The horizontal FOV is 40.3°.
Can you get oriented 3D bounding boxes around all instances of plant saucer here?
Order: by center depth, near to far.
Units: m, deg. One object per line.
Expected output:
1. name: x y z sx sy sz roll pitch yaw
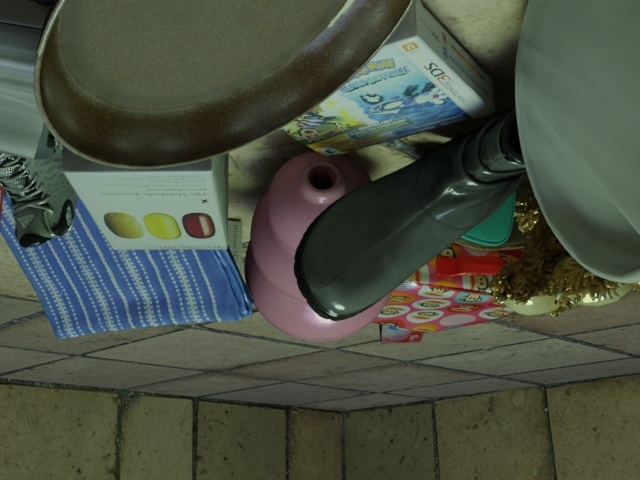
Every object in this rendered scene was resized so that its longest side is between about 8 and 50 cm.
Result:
1. plant saucer: -0.061 -0.165 0.626 0.310 0.050 0.310 -26 161 -10

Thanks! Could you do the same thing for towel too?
1. towel: -0.269 0.021 1.149 0.336 0.040 0.243 -8 119 25

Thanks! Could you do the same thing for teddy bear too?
1. teddy bear: 0.299 -0.046 0.882 0.338 0.113 0.245 -41 -173 -12

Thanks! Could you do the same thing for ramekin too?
1. ramekin: 0.267 -0.108 0.674 0.127 0.273 0.273 -9 165 -14

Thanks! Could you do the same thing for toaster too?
1. toaster: -0.275 -0.152 0.700 0.146 0.129 0.227 10 159 -20

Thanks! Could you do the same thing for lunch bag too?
1. lunch bag: 0.199 0.068 1.444 0.293 0.120 0.258 10 159 -31

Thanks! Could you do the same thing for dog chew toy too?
1. dog chew toy: 0.000 0.000 1.109 0.206 0.206 0.332 -1 154 -1

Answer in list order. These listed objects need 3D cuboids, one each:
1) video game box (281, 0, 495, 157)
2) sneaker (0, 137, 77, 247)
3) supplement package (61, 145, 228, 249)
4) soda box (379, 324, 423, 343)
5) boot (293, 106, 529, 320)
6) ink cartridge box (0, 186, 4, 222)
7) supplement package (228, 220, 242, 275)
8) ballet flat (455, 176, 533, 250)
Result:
1. video game box: 0.044 -0.150 0.858 0.205 0.048 0.187 -12 158 30
2. sneaker: -0.328 -0.063 0.963 0.086 0.132 0.229 -6 162 15
3. supplement package: -0.167 -0.086 0.901 0.139 0.134 0.244 0 163 -2
4. soda box: 0.163 0.142 1.740 0.092 0.083 0.263 -2 162 3
5. boot: 0.133 -0.057 0.882 0.338 0.118 0.223 -39 -178 -29
6. ink cartridge box: -0.507 -0.008 0.889 0.160 0.279 0.385 -4 162 13
7. supplement package: -0.216 0.024 1.298 0.179 0.105 0.105 6 161 -23
8. ballet flat: 0.234 -0.045 1.149 0.342 0.116 0.124 3 -178 -27
